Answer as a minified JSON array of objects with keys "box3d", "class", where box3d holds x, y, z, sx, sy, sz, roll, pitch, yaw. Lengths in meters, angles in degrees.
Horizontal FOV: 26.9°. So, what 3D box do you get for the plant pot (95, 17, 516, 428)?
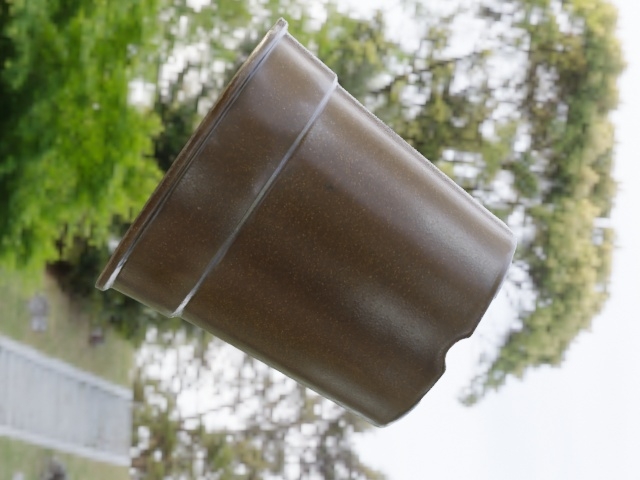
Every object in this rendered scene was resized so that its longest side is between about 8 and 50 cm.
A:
[{"box3d":[0.000,0.000,0.689,0.167,0.165,0.167,-56,-176,6],"class":"plant pot"}]
